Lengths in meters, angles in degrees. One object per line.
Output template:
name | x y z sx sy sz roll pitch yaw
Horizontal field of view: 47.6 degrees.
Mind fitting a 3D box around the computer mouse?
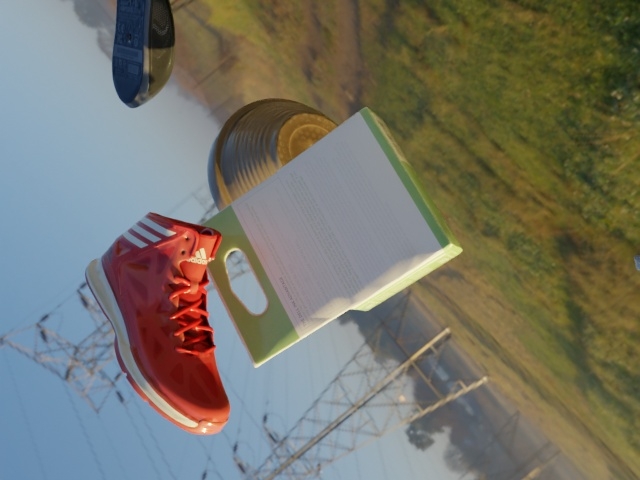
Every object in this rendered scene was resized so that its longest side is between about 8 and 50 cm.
computer mouse | -0.267 -0.344 1.150 0.072 0.272 0.188 -8 -152 -43

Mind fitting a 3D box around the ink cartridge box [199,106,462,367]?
ink cartridge box | 0.000 0.000 0.745 0.171 0.235 0.056 61 -164 17

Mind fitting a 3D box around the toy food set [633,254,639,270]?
toy food set | 0.228 0.150 0.284 0.220 0.092 0.306 161 99 -79

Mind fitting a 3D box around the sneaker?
sneaker | -0.130 0.061 0.678 0.221 0.128 0.087 50 -162 21

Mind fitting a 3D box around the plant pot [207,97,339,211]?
plant pot | -0.029 -0.102 1.013 0.237 0.237 0.109 51 148 -5
